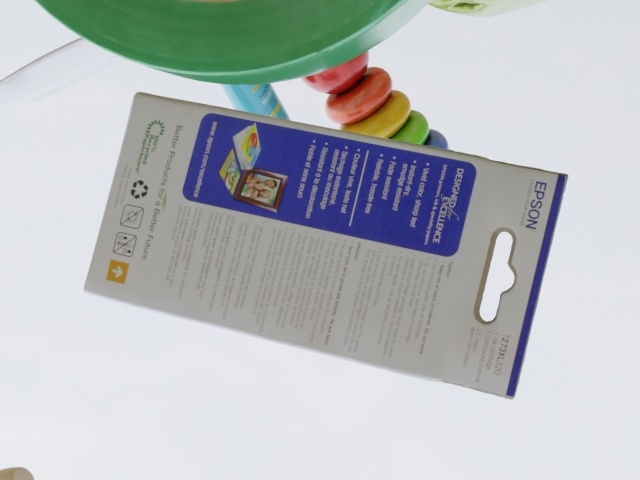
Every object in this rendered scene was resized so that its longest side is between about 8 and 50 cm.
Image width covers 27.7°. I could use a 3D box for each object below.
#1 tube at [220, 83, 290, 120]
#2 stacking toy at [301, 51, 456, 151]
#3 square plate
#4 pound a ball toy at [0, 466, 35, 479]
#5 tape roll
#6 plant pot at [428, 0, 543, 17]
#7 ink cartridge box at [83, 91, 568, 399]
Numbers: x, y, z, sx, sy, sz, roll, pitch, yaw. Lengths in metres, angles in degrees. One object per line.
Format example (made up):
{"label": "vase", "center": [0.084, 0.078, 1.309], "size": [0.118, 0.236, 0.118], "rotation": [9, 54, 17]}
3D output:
{"label": "tube", "center": [-0.096, -0.197, 1.465], "size": [0.052, 0.207, 0.080], "rotation": [-8, -132, 22]}
{"label": "stacking toy", "center": [0.083, -0.126, 1.563], "size": [0.141, 0.330, 0.141], "rotation": [-29, -157, 14]}
{"label": "square plate", "center": [-0.239, -0.269, 1.676], "size": [0.347, 0.049, 0.344], "rotation": [-15, -165, 43]}
{"label": "pound a ball toy", "center": [-0.195, 0.338, 1.395], "size": [0.319, 0.136, 0.208], "rotation": [8, -122, -40]}
{"label": "tape roll", "center": [-0.052, -0.255, 0.772], "size": [0.321, 0.321, 0.077], "rotation": [5, -177, 8]}
{"label": "plant pot", "center": [0.127, -0.307, 1.006], "size": [0.207, 0.228, 0.227], "rotation": [-10, 178, -43]}
{"label": "ink cartridge box", "center": [0.000, 0.000, 1.034], "size": [0.371, 0.175, 0.069], "rotation": [12, 175, 22]}
